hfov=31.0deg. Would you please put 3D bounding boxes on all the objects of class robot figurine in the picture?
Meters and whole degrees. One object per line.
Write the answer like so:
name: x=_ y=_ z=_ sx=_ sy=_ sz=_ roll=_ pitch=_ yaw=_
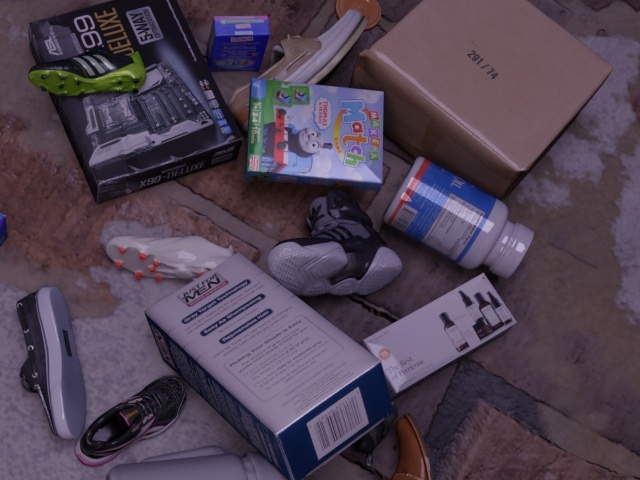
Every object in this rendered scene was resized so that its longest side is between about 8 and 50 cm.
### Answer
robot figurine: x=-0.161 y=0.384 z=1.516 sx=0.353 sy=0.200 sz=0.300 roll=-3 pitch=38 yaw=-14

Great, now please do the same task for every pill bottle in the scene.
pill bottle: x=0.221 y=-0.030 z=1.840 sx=0.221 sy=0.124 sz=0.124 roll=30 pitch=63 yaw=0

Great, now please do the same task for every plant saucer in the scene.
plant saucer: x=0.067 y=-0.407 z=2.036 sx=0.083 sy=0.013 sz=0.083 roll=5 pitch=66 yaw=-11

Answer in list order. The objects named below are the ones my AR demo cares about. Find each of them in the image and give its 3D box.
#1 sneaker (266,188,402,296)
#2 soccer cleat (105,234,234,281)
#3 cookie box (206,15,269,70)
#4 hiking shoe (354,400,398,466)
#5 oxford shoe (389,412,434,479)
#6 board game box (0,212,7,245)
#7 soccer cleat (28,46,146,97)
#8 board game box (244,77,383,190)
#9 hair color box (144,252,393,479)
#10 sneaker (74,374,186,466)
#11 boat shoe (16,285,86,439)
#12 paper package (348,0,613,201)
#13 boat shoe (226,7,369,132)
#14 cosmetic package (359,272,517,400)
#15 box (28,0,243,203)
sneaker: x=0.000 y=0.000 z=1.755 sx=0.268 sy=0.101 sz=0.153 roll=7 pitch=46 yaw=-48
soccer cleat: x=-0.225 y=0.022 z=1.747 sx=0.196 sy=0.068 sz=0.076 roll=13 pitch=49 yaw=-9
cookie box: x=-0.136 y=-0.323 z=1.896 sx=0.092 sy=0.107 sz=0.040 roll=-3 pitch=67 yaw=-15
hiking shoe: x=-0.001 y=0.237 z=1.686 sx=0.227 sy=0.086 sz=0.114 roll=28 pitch=61 yaw=0
oxford shoe: x=0.125 y=0.355 z=1.673 sx=0.076 sy=0.076 sz=0.212 roll=-5 pitch=67 yaw=-5
board game box: x=-0.659 y=-0.008 z=1.643 sx=0.347 sy=0.078 sz=0.233 roll=27 pitch=63 yaw=0
soccer cleat: x=-0.356 y=-0.260 z=1.761 sx=0.179 sy=0.060 sz=0.072 roll=-2 pitch=58 yaw=-20
board game box: x=-0.008 y=-0.165 z=1.803 sx=0.211 sy=0.039 sz=0.160 roll=5 pitch=71 yaw=-9
hair color box: x=-0.077 y=0.164 z=1.586 sx=0.174 sy=0.105 sz=0.347 roll=-32 pitch=41 yaw=-21
sneaker: x=-0.260 y=0.251 z=1.622 sx=0.178 sy=0.077 sz=0.072 roll=-39 pitch=80 yaw=-26
boat shoe: x=-0.389 y=0.176 z=1.630 sx=0.076 sy=0.080 sz=0.228 roll=-18 pitch=71 yaw=10
paper package: x=0.263 y=-0.263 z=1.933 sx=0.325 sy=0.168 sz=0.309 roll=40 pitch=64 yaw=7
boat shoe: x=-0.034 y=-0.290 z=1.903 sx=0.103 sy=0.113 sz=0.302 roll=39 pitch=64 yaw=-1
cosmetic package: x=0.179 y=0.148 z=1.784 sx=0.239 sy=0.060 sz=0.099 roll=-27 pitch=74 yaw=-23
box: x=-0.296 y=-0.236 z=1.835 sx=0.242 sy=0.076 sz=0.307 roll=-19 pitch=72 yaw=-20
